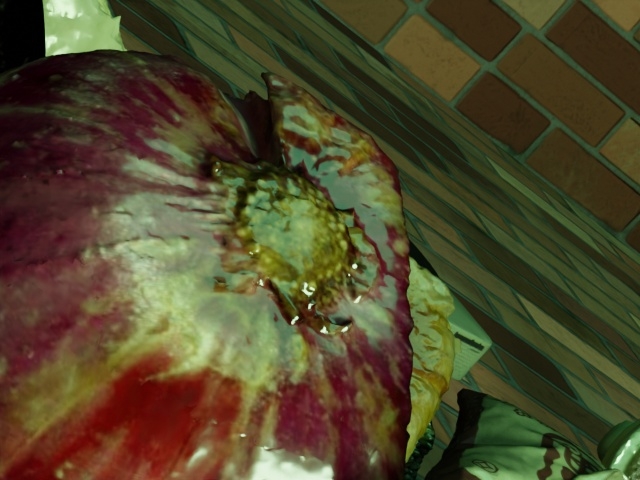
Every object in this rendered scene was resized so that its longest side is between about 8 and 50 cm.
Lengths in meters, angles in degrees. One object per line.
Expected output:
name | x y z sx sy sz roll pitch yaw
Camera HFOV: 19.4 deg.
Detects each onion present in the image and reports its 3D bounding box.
onion | -0.094 0.053 0.816 0.230 0.272 0.256 20 26 -27

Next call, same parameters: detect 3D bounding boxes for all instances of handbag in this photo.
handbag | 0.159 0.204 1.268 0.213 0.127 0.235 48 15 -1

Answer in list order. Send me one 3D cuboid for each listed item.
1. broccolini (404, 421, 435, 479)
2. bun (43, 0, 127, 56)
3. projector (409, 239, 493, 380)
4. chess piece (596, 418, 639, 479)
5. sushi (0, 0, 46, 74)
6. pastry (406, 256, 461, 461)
broccolini | -0.089 0.044 1.254 0.392 0.074 0.079 40 54 -5
bun | -0.221 -0.172 1.157 0.259 0.152 0.259 155 -90 -89
projector | 0.000 0.000 1.612 0.257 0.079 0.259 28 18 -49
chess piece | 0.332 0.238 1.723 0.176 0.176 0.298 44 -1 9
sushi | -0.245 -0.108 0.962 0.213 0.200 0.204 19 13 2
pastry | -0.010 0.071 1.176 0.182 0.093 0.192 38 48 -4
